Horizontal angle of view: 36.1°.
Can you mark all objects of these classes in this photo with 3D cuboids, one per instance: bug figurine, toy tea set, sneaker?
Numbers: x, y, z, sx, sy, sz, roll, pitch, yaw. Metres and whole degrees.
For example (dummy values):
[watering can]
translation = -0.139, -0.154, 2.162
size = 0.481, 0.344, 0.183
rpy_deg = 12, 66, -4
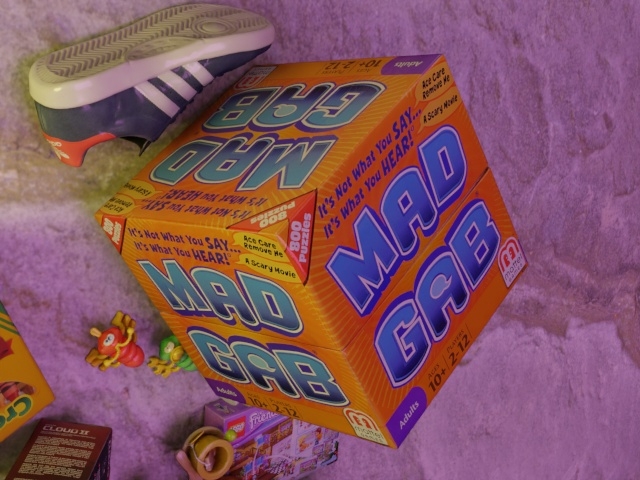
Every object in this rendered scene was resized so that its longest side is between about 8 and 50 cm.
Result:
[bug figurine]
translation = -0.213, 0.096, 1.457
size = 0.279, 0.072, 0.216
rpy_deg = -59, 140, -8
[toy tea set]
translation = -0.208, 0.462, 1.526
size = 0.336, 0.124, 0.200
rpy_deg = -45, 127, -20
[sneaker]
translation = -0.209, -0.200, 1.279
size = 0.350, 0.131, 0.148
rpy_deg = -25, 133, -31

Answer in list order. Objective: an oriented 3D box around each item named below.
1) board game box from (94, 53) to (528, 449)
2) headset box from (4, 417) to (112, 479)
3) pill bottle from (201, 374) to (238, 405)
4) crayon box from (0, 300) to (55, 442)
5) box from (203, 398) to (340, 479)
[board game box]
translation = 0.000, 0.000, 1.333
size = 0.356, 0.356, 0.356
rpy_deg = -48, 126, -31
[headset box]
translation = -0.364, 0.395, 1.322
size = 0.293, 0.110, 0.218
rpy_deg = -85, -177, -70
[pill bottle]
translation = -0.093, 0.164, 1.586
size = 0.208, 0.117, 0.117
rpy_deg = -42, 135, -24
[crayon box]
translation = -0.465, 0.173, 1.216
size = 0.202, 0.081, 0.318
rpy_deg = -40, 135, -27
[box]
translation = -0.080, 0.344, 1.740
size = 0.293, 0.057, 0.201
rpy_deg = -15, 120, -42
